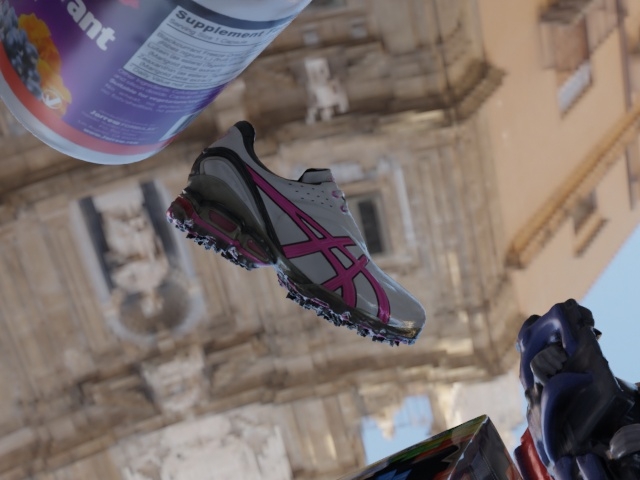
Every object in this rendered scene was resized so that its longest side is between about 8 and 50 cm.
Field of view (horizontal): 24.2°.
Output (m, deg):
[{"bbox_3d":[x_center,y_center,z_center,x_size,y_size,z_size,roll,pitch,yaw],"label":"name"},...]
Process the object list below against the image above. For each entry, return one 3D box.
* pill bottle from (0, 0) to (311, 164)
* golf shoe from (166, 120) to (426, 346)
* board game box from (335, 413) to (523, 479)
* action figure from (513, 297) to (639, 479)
[{"bbox_3d":[-0.061,-0.122,0.641,0.193,0.108,0.108,-39,-169,45],"label":"pill bottle"},{"bbox_3d":[0.000,0.000,0.931,0.086,0.186,0.067,-59,-158,-7],"label":"golf shoe"},{"bbox_3d":[-0.017,0.129,0.513,0.170,0.048,0.141,-27,180,17],"label":"board game box"},{"bbox_3d":[0.263,0.146,1.020,0.330,0.178,0.341,-43,-157,25],"label":"action figure"}]
